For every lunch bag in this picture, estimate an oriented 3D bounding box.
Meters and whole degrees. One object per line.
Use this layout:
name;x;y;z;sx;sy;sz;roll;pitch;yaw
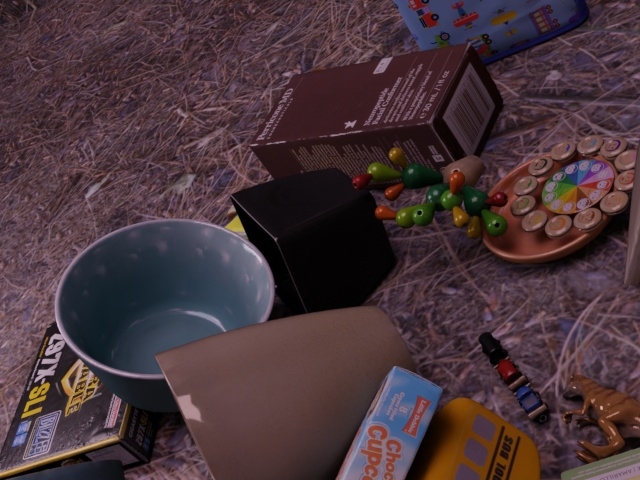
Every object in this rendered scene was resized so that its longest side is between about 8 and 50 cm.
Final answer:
lunch bag;0.290;-0.418;1.599;0.293;0.221;0.138;-10;43;34

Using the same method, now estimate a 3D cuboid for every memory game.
memory game;0.338;-0.075;1.277;0.186;0.012;0.186;-23;37;19

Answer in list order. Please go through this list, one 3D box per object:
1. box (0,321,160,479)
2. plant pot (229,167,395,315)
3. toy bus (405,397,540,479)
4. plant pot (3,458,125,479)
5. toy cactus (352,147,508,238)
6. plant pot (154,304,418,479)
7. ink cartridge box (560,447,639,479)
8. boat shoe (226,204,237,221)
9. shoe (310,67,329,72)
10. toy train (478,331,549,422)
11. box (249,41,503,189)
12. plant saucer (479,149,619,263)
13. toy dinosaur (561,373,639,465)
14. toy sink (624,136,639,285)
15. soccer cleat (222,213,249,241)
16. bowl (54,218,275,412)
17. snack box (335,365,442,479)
box;-0.367;0.238;1.553;0.257;0.079;0.322;-22;37;24
plant pot;0.000;0.000;1.425;0.167;0.188;0.187;-29;32;-13
toy bus;0.120;0.321;0.924;0.108;0.130;0.333;-51;7;46
plant pot;-0.374;0.415;1.219;0.290;0.290;0.195;-23;73;20
toy cactus;0.172;-0.079;1.339;0.219;0.112;0.180;16;35;30
plant pot;-0.026;0.194;1.182;0.274;0.257;0.256;-26;33;-12
ink cartridge box;0.329;0.298;0.884;0.171;0.056;0.235;-23;35;19
boat shoe;-0.092;-0.068;1.673;0.170;0.063;0.059;-9;49;36
shoe;0.037;-0.280;1.821;0.219;0.058;0.077;26;99;57
toy train;0.228;0.160;1.146;0.027;0.036;0.158;-35;35;4
box;0.087;-0.194;1.598;0.381;0.143;0.191;-4;47;41
plant saucer;0.312;-0.041;1.306;0.200;0.037;0.200;-23;38;19
toy dinosaur;0.321;0.190;1.006;0.112;0.064;0.211;-47;36;-16
toy sink;0.433;-0.069;1.101;0.131;0.153;0.234;9;49;14
soccer cleat;-0.076;-0.040;1.576;0.289;0.093;0.121;-30;64;14
bowl;-0.219;0.128;1.415;0.311;0.163;0.312;0;44;0
snack box;0.027;0.294;0.992;0.060;0.187;0.322;25;77;5
